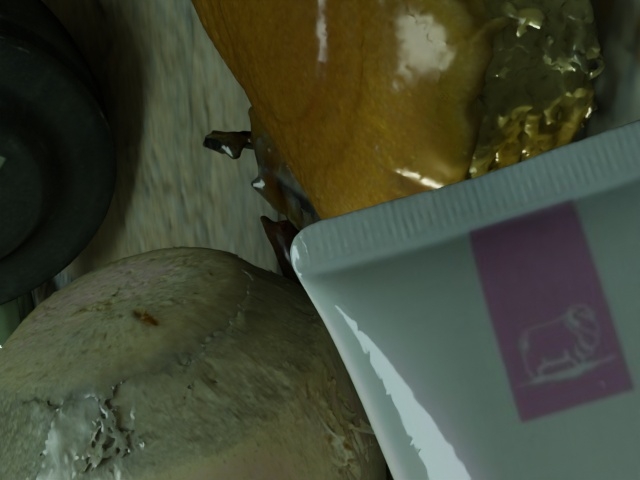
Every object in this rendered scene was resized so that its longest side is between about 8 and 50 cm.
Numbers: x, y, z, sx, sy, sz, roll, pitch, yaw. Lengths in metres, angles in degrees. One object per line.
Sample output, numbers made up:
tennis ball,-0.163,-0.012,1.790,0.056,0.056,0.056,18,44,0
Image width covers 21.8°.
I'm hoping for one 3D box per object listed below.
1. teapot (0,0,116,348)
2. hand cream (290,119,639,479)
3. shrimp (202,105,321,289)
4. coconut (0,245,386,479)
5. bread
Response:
teapot,-0.251,-0.080,1.184,0.239,0.321,0.239,-35,41,14
hand cream,0.123,0.138,0.632,0.118,0.186,0.358,18,-126,-77
shrimp,-0.003,0.000,0.886,0.187,0.052,0.132,54,140,32
coconut,-0.067,0.128,0.882,0.224,0.224,0.234,11,135,58
bread,0.022,-0.111,0.751,0.245,0.121,0.174,58,141,29
